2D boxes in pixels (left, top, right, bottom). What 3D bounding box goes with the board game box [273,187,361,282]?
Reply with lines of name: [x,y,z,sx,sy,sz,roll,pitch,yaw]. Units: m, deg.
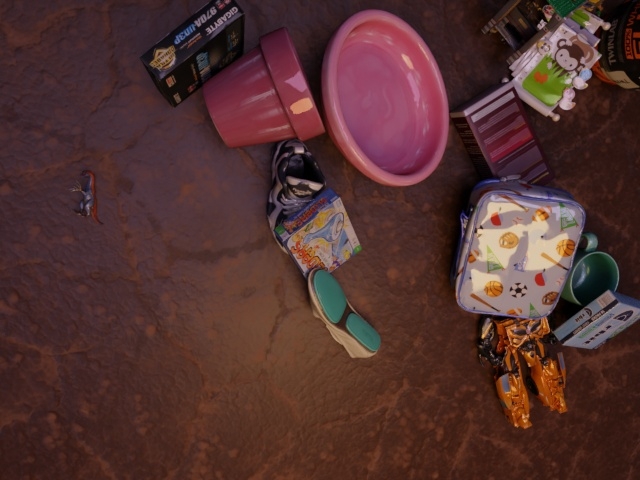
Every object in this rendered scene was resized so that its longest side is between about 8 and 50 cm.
board game box: [0.000,0.000,1.131,0.136,0.035,0.201,-38,147,-6]

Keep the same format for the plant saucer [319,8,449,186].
plant saucer: [0.116,-0.264,1.100,0.332,0.084,0.332,6,80,-40]

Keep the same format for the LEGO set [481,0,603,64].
LEGO set: [0.406,-0.527,1.167,0.331,0.192,0.255,43,67,-3]

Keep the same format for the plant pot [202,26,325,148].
plant pot: [-0.107,-0.261,1.053,0.180,0.201,0.201,-21,104,5]

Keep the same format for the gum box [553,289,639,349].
gum box: [0.644,0.186,1.314,0.184,0.041,0.157,14,128,-41]

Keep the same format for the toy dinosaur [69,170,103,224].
toy dinosaur: [-0.436,-0.086,1.076,0.090,0.047,0.082,34,79,-50]

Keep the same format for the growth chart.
growth chart: [0.505,-0.391,1.227,0.172,0.021,0.237,30,99,11]

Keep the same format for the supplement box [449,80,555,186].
supplement box: [0.395,-0.205,1.243,0.130,0.073,0.239,-32,105,-7]

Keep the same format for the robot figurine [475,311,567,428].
robot figurine: [0.479,0.276,1.336,0.211,0.085,0.291,-19,103,-12]

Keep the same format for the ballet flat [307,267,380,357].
ballet flat: [0.030,0.159,1.200,0.086,0.086,0.248,-40,113,-6]

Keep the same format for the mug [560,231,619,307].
mug: [0.609,0.070,1.330,0.129,0.097,0.158,29,90,-16]

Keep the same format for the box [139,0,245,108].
box: [-0.213,-0.321,0.990,0.175,0.220,0.051,-40,97,-6]

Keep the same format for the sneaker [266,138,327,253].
sneaker: [-0.046,-0.079,1.107,0.094,0.153,0.235,3,98,-13]

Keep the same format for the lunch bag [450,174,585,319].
lunch bag: [0.402,0.014,1.213,0.243,0.115,0.303,8,114,3]

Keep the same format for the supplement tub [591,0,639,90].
supplement tub: [0.721,-0.413,1.157,0.207,0.338,0.207,-2,99,-14]
